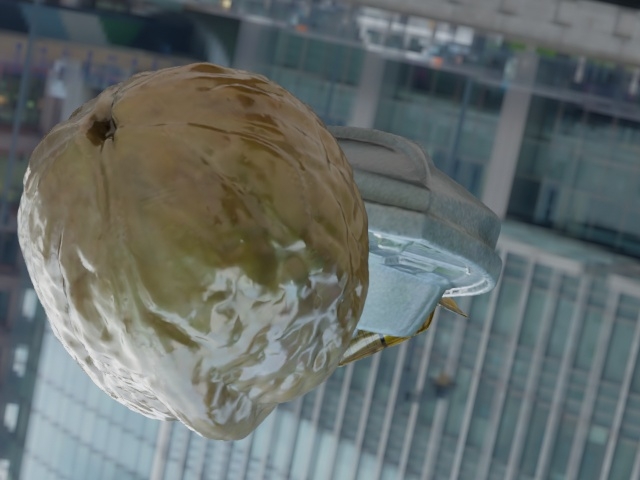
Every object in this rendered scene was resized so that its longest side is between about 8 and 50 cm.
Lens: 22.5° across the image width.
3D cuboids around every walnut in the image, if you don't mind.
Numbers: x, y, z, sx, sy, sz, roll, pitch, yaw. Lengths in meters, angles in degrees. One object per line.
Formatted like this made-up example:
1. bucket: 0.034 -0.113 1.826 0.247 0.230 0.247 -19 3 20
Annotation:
1. walnut: -0.035 0.005 0.475 0.105 0.124 0.105 -13 -140 11

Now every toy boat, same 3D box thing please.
1. toy boat: 0.000 0.000 0.737 0.141 0.092 0.319 16 173 -12

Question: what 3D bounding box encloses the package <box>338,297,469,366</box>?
1. package: 0.053 0.063 1.364 0.131 0.047 0.071 -21 -167 -2
